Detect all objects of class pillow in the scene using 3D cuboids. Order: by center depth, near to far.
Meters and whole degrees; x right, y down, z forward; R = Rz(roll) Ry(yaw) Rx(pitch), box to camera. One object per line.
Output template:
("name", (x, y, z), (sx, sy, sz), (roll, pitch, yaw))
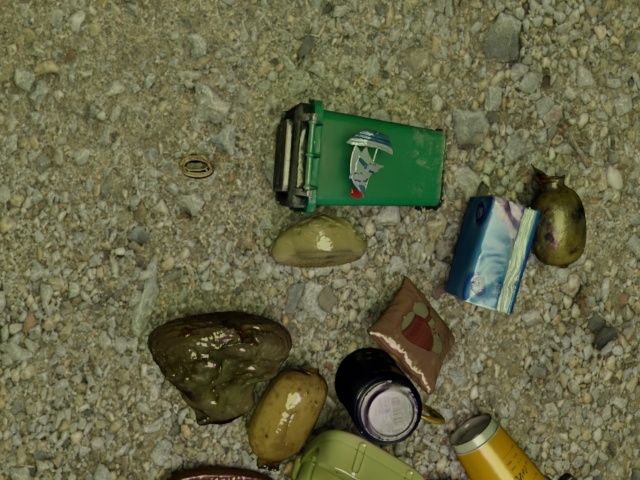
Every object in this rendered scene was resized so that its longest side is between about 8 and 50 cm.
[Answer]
("pillow", (0.237, 0.234, 1.629), (0.223, 0.236, 0.084), (46, 133, -6))

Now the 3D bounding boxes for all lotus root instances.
("lotus root", (-0.085, 0.438, 1.610), (0.160, 0.146, 0.284), (21, 92, -28))
("lotus root", (0.599, -0.065, 1.661), (0.153, 0.154, 0.278), (-9, 95, -6))

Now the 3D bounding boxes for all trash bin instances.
("trash bin", (0.093, -0.186, 1.531), (0.380, 0.295, 0.260), (2, 94, -13))

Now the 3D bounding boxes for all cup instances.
("cup", (0.180, 0.373, 1.587), (0.254, 0.256, 0.179), (-4, 94, -8))
("cup", (0.464, 0.598, 1.680), (0.196, 0.196, 0.280), (-36, 90, -3))

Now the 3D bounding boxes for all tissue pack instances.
("tissue pack", (0.420, 0.030, 1.621), (0.146, 0.198, 0.264), (17, 91, -5))

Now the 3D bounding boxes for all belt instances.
("belt", (-0.303, -0.182, 1.601), (0.083, 0.036, 0.059), (1, 87, -7))

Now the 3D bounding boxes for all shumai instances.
("shumai", (-0.243, 0.320, 1.546), (0.345, 0.217, 0.284), (4, 96, 3))

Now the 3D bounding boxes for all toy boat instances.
("toy boat", (0.088, -0.172, 1.391), (0.105, 0.034, 0.149), (36, 94, -25))

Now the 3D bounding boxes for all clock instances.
("clock", (0.066, 0.601, 1.573), (0.286, 0.348, 0.117), (32, 48, -8))

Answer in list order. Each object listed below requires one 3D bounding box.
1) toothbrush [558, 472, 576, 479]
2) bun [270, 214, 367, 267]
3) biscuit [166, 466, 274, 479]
("toothbrush", (0.568, 0.726, 1.773), (0.297, 0.030, 0.030), (-34, 106, -2))
("bun", (0.000, 0.000, 1.574), (0.237, 0.210, 0.116), (-3, 79, -20))
("biscuit", (-0.260, 0.730, 1.628), (0.367, 0.063, 0.315), (10, 86, -19))
